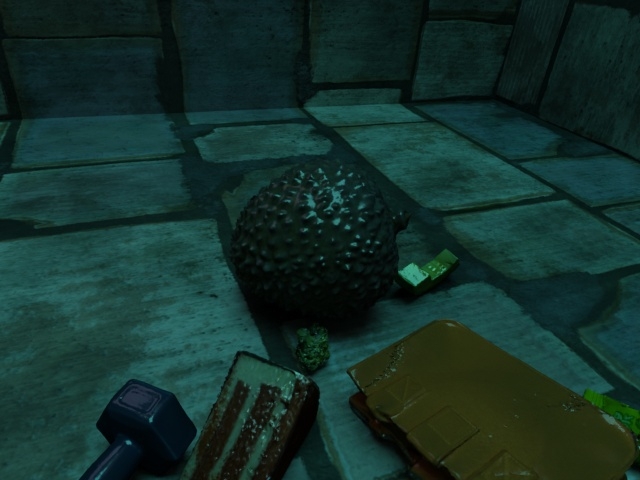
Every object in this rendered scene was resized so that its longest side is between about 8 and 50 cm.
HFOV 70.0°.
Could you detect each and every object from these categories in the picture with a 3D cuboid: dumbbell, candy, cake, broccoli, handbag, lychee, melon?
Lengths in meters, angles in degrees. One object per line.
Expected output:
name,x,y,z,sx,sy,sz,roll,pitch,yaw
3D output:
dumbbell,-0.322,0.359,0.642,0.144,0.159,0.324,-15,22,31
candy,0.601,0.369,0.830,0.247,0.069,0.149,22,39,26
cake,-0.117,0.344,0.784,0.158,0.159,0.261,19,70,20
broccoli,-0.018,0.217,0.958,0.097,0.091,0.095,-31,31,-19
handbag,0.272,0.316,0.784,0.304,0.116,0.410,-20,32,-29
lychee,0.000,0.000,1.060,0.433,0.380,0.380,-17,30,15
melon,0.281,0.085,1.186,0.210,0.117,0.064,-27,57,-23
